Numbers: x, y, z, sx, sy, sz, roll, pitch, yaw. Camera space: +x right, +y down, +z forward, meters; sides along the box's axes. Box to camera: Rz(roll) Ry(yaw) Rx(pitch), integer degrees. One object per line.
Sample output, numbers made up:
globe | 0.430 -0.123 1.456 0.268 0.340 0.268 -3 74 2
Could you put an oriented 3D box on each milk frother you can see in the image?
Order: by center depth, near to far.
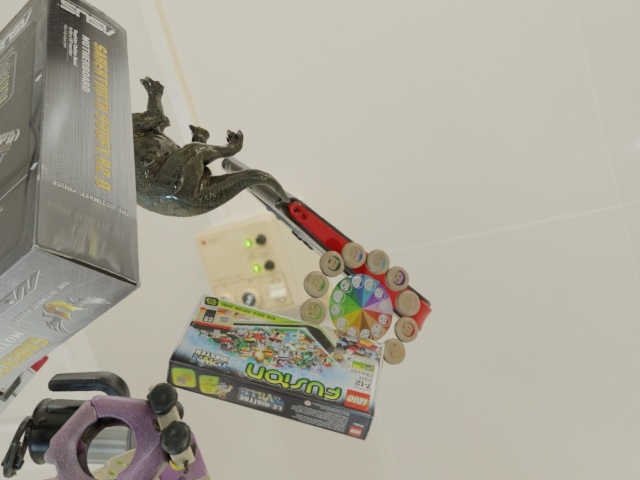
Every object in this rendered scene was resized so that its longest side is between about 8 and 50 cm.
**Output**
milk frother | -0.296 0.245 0.900 0.134 0.129 0.143 -1 36 7

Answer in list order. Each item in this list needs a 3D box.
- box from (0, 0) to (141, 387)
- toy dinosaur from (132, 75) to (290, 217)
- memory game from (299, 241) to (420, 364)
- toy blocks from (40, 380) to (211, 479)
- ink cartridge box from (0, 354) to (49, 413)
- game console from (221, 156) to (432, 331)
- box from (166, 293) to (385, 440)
box | -0.196 -0.005 0.408 0.231 0.183 0.056 -34 -39 25
toy dinosaur | -0.194 -0.093 0.904 0.160 0.313 0.121 -62 8 -24
memory game | 0.058 0.094 1.015 0.186 0.186 0.012 -23 -5 -28
toy blocks | -0.186 0.316 0.591 0.259 0.289 0.309 -19 -23 -14
ink cartridge box | -0.553 0.225 1.268 0.135 0.099 0.056 -53 17 -15
game console | 0.000 0.000 1.255 0.060 0.342 0.386 -53 27 -1
box | -0.041 0.127 0.759 0.206 0.036 0.114 15 33 1
